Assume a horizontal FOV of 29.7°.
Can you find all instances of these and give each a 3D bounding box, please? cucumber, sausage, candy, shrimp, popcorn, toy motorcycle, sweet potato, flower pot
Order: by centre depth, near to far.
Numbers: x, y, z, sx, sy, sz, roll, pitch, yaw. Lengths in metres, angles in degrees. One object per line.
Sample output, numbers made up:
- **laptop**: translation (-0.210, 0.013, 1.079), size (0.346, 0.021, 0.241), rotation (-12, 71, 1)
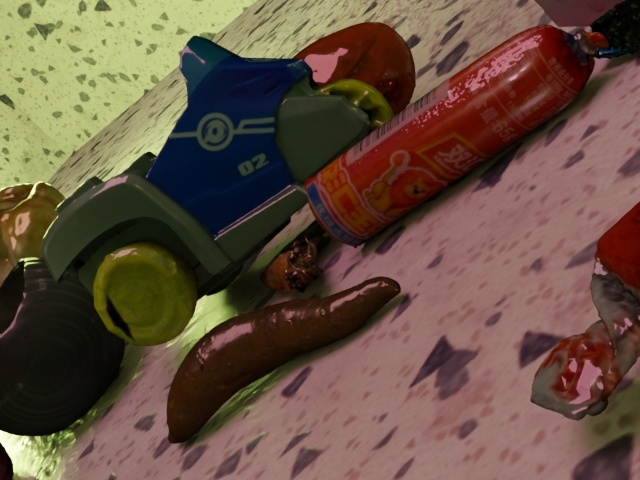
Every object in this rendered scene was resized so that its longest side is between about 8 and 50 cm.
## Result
- **candy**: translation (0.205, -0.024, 0.562), size (0.292, 0.059, 0.086), rotation (-43, 12, 1)
- **cucumber**: translation (0.270, -0.171, 0.816), size (0.044, 0.043, 0.256), rotation (-46, 14, -26)
- **sweet potato**: translation (-0.041, 0.078, 0.926), size (0.249, 0.059, 0.069), rotation (-33, 39, 25)
- **sausage**: translation (0.108, -0.089, 0.952), size (0.274, 0.074, 0.074), rotation (-34, 18, 30)
- **shrimp**: translation (0.001, 0.001, 1.058), size (0.124, 0.034, 0.178), rotation (-44, 6, -8)
- **toy motorcycle**: translation (-0.099, -0.068, 1.123), size (0.326, 0.200, 0.191), rotation (-41, 2, 18)
- **sausage**: translation (-0.002, -0.133, 1.250), size (0.258, 0.133, 0.133), rotation (-34, 18, 44)
- **flower pot**: translation (-0.304, 0.115, 1.298), size (0.189, 0.157, 0.243), rotation (-44, 14, -7)
- **popcorn**: translation (-0.466, 0.074, 1.706), size (0.334, 0.294, 0.292), rotation (-16, -25, -2)

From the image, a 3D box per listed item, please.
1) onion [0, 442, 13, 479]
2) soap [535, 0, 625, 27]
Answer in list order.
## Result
- **onion**: translation (-0.488, 0.284, 1.320), size (0.267, 0.159, 0.348), rotation (-46, 16, -18)
- **soap**: translation (0.233, -0.218, 0.923), size (0.149, 0.100, 0.056), rotation (-20, 30, 54)
